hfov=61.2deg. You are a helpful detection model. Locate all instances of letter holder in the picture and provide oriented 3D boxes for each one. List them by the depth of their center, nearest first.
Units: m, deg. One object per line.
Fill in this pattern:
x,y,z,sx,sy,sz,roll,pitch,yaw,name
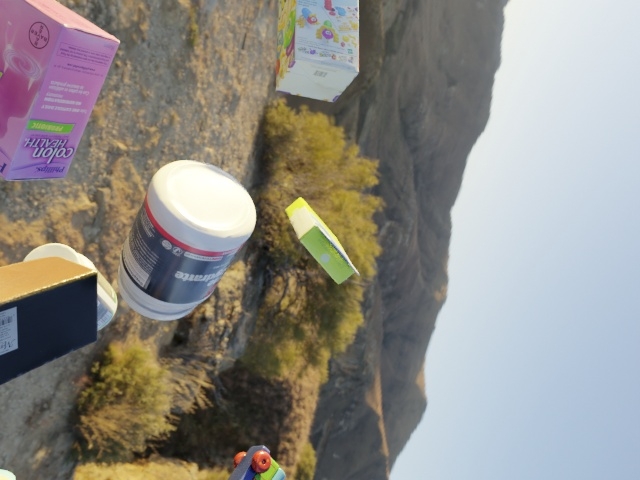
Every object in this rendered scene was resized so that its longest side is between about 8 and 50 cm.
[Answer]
-0.582,0.130,0.939,0.302,0.214,0.152,-25,127,-58,letter holder

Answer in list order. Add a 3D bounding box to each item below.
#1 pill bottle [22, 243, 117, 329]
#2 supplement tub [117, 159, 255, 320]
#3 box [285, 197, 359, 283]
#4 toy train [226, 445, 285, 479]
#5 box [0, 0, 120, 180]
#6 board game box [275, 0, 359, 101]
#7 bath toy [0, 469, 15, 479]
-0.795,0.157,1.723,0.361,0.204,0.204,101,9,-65,pill bottle
-0.253,0.006,0.993,0.272,0.191,0.191,-51,-172,39,supplement tub
0.000,0.000,0.913,0.042,0.109,0.178,-39,-157,5,box
-0.153,0.545,1.059,0.105,0.143,0.248,-31,-166,50,toy train
-0.460,-0.249,0.813,0.243,0.213,0.117,-59,168,18,box
-0.009,-0.467,1.175,0.142,0.144,0.275,150,-56,-66,board game box
-0.893,0.737,1.322,0.348,0.151,0.129,-62,172,-7,bath toy
